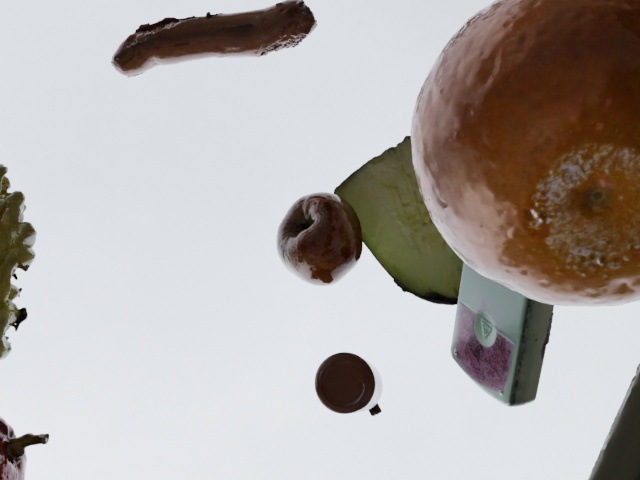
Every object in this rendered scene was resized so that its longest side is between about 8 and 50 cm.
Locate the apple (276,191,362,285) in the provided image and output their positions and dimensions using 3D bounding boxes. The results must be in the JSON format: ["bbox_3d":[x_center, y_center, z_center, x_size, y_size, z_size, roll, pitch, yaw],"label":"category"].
[{"bbox_3d":[0.002,-0.001,1.113,0.102,0.126,0.126,35,-118,-41],"label":"apple"}]

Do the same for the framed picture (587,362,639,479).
[{"bbox_3d":[0.178,0.054,0.377,0.022,0.247,0.334,25,-87,30],"label":"framed picture"}]

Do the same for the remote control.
[{"bbox_3d":[0.230,0.028,0.984,0.050,0.145,0.343,-6,-65,-23],"label":"remote control"}]

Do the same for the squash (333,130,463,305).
[{"bbox_3d":[0.171,-0.036,1.155,0.204,0.237,0.155,44,-158,-38],"label":"squash"}]

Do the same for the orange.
[{"bbox_3d":[0.169,-0.066,0.518,0.224,0.224,0.170,25,-145,-13],"label":"orange"}]

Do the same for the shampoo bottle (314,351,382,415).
[{"bbox_3d":[0.050,0.209,1.167,0.086,0.244,0.085,-2,-104,10],"label":"shampoo bottle"}]

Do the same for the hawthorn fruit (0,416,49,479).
[{"bbox_3d":[-0.450,0.290,0.988,0.253,0.205,0.205,-19,-97,-14],"label":"hawthorn fruit"}]

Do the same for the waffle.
[{"bbox_3d":[-0.413,0.043,0.865,0.060,0.281,0.262,36,-127,-59],"label":"waffle"}]

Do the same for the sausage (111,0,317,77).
[{"bbox_3d":[-0.155,-0.295,1.186,0.305,0.078,0.078,-9,-102,2],"label":"sausage"}]
